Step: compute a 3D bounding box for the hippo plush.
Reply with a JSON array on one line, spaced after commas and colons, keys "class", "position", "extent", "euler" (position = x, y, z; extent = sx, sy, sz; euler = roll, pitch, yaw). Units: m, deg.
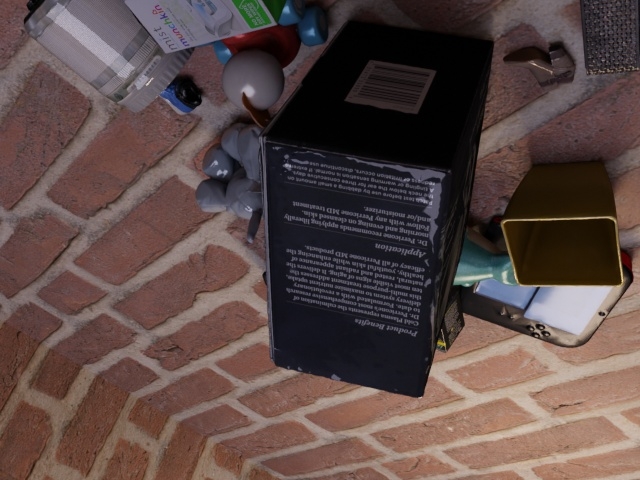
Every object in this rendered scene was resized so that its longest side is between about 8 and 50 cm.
[{"class": "hippo plush", "position": [-0.109, -0.127, 1.763], "extent": [0.237, 0.234, 0.294], "euler": [15, -171, -42]}]

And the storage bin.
[{"class": "storage bin", "position": [0.464, -0.366, 1.242], "extent": [0.084, 0.122, 0.180], "euler": [1, 140, 23]}]

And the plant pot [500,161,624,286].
[{"class": "plant pot", "position": [0.500, -0.044, 1.584], "extent": [0.212, 0.187, 0.212], "euler": [-1, 140, 25]}]

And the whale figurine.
[{"class": "whale figurine", "position": [0.320, 0.049, 1.783], "extent": [0.272, 0.141, 0.216], "euler": [20, 148, 30]}]

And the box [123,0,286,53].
[{"class": "box", "position": [-0.159, -0.456, 1.282], "extent": [0.231, 0.261, 0.126], "euler": [-4, 143, 30]}]

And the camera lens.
[{"class": "camera lens", "position": [-0.403, -0.407, 1.494], "extent": [0.274, 0.219, 0.219], "euler": [40, 139, -25]}]

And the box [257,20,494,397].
[{"class": "box", "position": [0.110, -0.071, 1.397], "extent": [0.298, 0.480, 0.471], "euler": [12, 129, 12]}]

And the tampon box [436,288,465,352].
[{"class": "tampon box", "position": [0.292, 0.192, 2.025], "extent": [0.120, 0.101, 0.161], "euler": [21, 149, 32]}]

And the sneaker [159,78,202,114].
[{"class": "sneaker", "position": [-0.324, -0.335, 1.685], "extent": [0.085, 0.058, 0.152], "euler": [-15, 136, 45]}]

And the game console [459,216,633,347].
[{"class": "game console", "position": [0.529, 0.114, 1.882], "extent": [0.342, 0.060, 0.386], "euler": [15, 143, 5]}]

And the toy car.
[{"class": "toy car", "position": [-0.113, -0.314, 1.425], "extent": [0.219, 0.237, 0.210], "euler": [-7, 171, 22]}]

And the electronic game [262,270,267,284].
[{"class": "electronic game", "position": [-0.059, 0.149, 2.130], "extent": [0.229, 0.048, 0.229], "euler": [30, 171, 5]}]

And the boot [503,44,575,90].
[{"class": "boot", "position": [0.399, -0.308, 1.414], "extent": [0.119, 0.042, 0.087], "euler": [-3, 140, 28]}]
